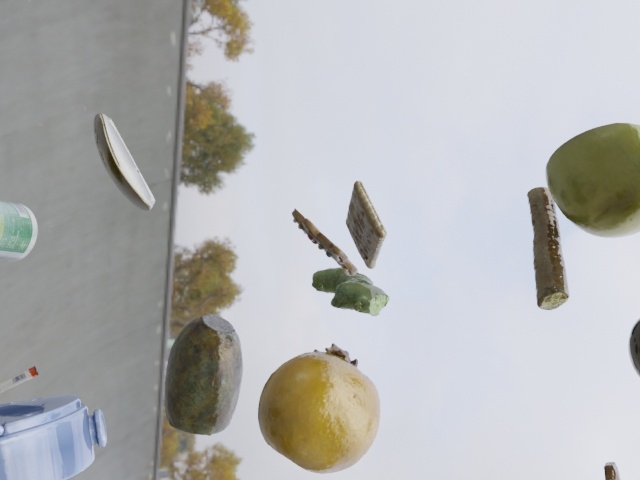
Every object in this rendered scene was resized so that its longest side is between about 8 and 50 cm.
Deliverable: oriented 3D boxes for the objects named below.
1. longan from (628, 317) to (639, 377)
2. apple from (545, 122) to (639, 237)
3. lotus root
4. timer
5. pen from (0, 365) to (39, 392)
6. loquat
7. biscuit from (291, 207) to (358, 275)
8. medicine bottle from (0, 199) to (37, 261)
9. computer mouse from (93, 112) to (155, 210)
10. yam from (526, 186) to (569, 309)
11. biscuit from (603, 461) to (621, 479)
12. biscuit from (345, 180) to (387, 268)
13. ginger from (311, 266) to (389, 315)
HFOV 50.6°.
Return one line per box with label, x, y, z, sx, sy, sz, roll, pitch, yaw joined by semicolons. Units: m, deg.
longan;0.670;0.203;1.290;0.159;0.184;0.205;-44;-143;34
apple;0.690;-0.136;1.544;0.258;0.294;0.234;-48;-123;48
lotus root;-0.356;0.405;2.093;0.250;0.250;0.346;-130;-129;-64
timer;-0.613;0.423;1.329;0.395;0.394;0.174;160;-80;-72
pen;-0.777;0.357;1.580;0.028;0.239;0.028;57;-17;28
loquat;-0.003;0.359;1.472;0.275;0.274;0.275;179;-90;-73
biscuit;0.000;0.001;1.496;0.205;0.031;0.138;45;-2;33
medicine bottle;-0.717;-0.032;1.370;0.274;0.133;0.134;21;64;-70
computer mouse;-0.376;-0.141;1.265;0.102;0.044;0.199;4;-57;61
yam;0.549;0.006;1.647;0.081;0.081;0.357;111;-11;-52
biscuit;0.658;0.584;1.506;0.215;0.034;0.182;55;36;-46
biscuit;0.144;-0.044;2.268;0.325;0.044;0.217;100;-34;-68
ginger;0.076;0.137;1.901;0.290;0.137;0.089;41;-18;57
